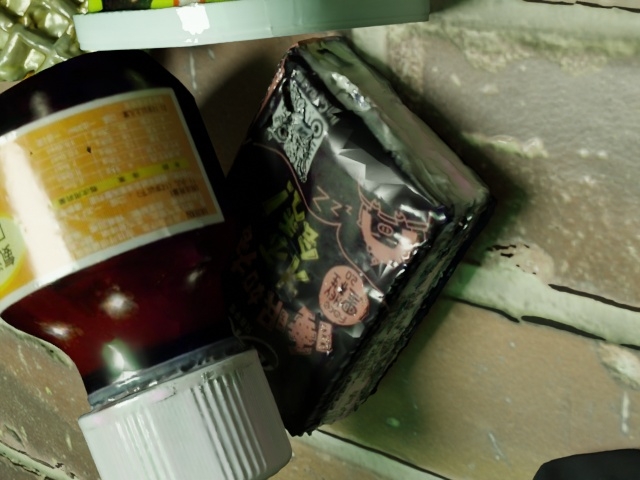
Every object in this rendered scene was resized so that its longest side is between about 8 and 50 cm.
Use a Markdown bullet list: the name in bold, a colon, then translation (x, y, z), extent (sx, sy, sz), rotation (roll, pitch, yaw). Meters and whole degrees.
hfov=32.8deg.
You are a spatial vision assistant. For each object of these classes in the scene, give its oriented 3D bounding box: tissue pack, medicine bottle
- **tissue pack**: translation (0.000, 0.000, 1.042), extent (0.245, 0.123, 0.332), rotation (49, 130, 24)
- **medicine bottle**: translation (-0.164, 0.048, 0.979), extent (0.242, 0.242, 0.395), rotation (-33, 79, 44)

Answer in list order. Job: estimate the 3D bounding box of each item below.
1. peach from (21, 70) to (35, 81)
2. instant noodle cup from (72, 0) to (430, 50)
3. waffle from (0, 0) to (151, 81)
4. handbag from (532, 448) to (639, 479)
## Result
- **peach**: translation (-0.251, -0.179, 1.163), extent (0.138, 0.138, 0.138), rotation (18, 120, 34)
- **instant noodle cup**: translation (-0.064, -0.318, 0.869), extent (0.294, 0.294, 0.308), rotation (6, 105, 39)
- **waffle**: translation (-0.264, -0.299, 1.053), extent (0.309, 0.056, 0.292), rotation (-6, 100, 19)
- **handbag**: translation (0.234, 0.360, 0.888), extent (0.177, 0.275, 0.302), rotation (-6, 105, 22)
